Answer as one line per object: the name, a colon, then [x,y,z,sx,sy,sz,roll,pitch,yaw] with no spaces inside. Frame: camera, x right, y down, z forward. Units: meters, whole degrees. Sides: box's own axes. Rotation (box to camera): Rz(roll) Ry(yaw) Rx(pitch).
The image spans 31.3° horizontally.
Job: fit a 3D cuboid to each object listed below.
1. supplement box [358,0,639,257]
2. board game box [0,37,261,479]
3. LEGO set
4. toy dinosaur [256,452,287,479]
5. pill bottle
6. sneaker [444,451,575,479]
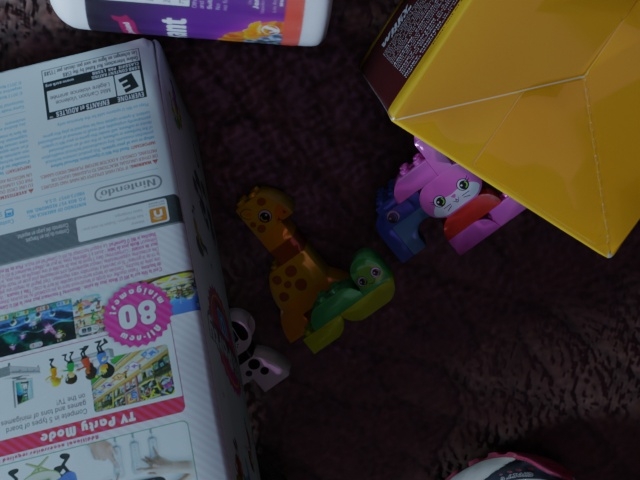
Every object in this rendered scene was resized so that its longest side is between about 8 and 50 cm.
supplement box: [0.131,-0.125,0.605,0.129,0.194,0.191,31,101,-11]
board game box: [-0.160,0.062,0.601,0.224,0.097,0.303,-13,63,1]
LEGO set: [0.000,0.000,0.692,0.227,0.087,0.093,-37,102,13]
toy dinosaur: [-0.067,0.172,0.699,0.313,0.160,0.121,34,131,-23]
pill bottle: [-0.090,-0.166,0.625,0.194,0.108,0.108,4,105,-4]
sneaker: [0.098,0.282,0.750,0.121,0.112,0.299,22,94,-12]
